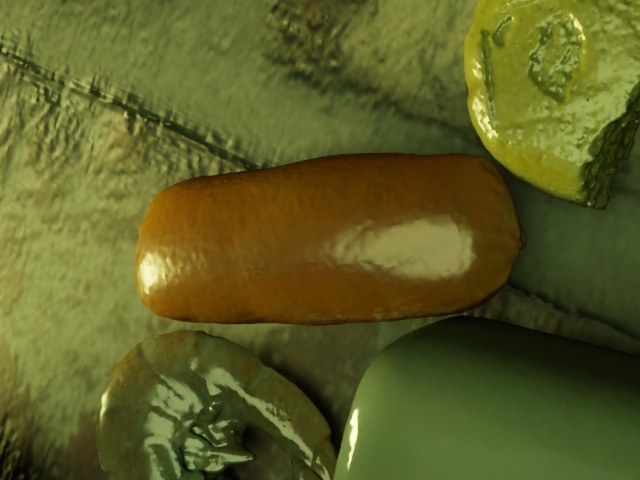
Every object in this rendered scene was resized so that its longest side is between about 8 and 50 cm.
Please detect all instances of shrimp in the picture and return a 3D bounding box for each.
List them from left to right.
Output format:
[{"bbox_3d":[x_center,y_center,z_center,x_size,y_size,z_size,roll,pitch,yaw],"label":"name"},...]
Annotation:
[{"bbox_3d":[-0.040,0.166,0.603,0.145,0.059,0.254,-42,75,8],"label":"shrimp"}]

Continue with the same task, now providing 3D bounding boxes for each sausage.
[{"bbox_3d":[0.000,0.000,0.554,0.238,0.098,0.098,-5,92,27],"label":"sausage"}]

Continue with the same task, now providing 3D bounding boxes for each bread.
[{"bbox_3d":[0.139,-0.102,0.502,0.125,0.086,0.156,44,105,17],"label":"bread"}]

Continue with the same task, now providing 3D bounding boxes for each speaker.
[{"bbox_3d":[0.089,0.246,0.498,0.184,0.183,0.406,17,100,23],"label":"speaker"}]
